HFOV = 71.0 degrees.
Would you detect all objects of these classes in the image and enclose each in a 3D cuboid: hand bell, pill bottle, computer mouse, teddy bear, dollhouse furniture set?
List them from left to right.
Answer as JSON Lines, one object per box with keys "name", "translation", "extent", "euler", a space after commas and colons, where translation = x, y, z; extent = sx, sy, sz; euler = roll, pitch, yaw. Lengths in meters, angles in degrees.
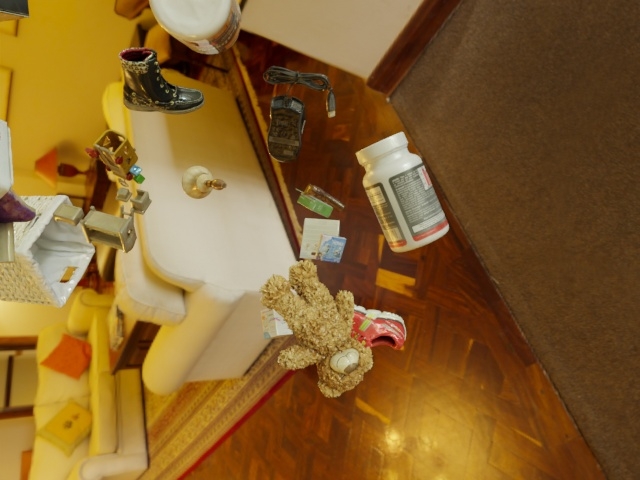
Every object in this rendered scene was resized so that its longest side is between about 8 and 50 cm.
{"name": "dollhouse furniture set", "translation": [-0.579, -0.072, 1.216], "extent": [0.101, 0.182, 0.160], "euler": [106, 180, -51]}
{"name": "pill bottle", "translation": [-0.262, -0.507, 0.996], "extent": [0.278, 0.162, 0.162], "euler": [-98, 24, -75]}
{"name": "hand bell", "translation": [-0.397, -0.202, 1.609], "extent": [0.242, 0.126, 0.126], "euler": [15, 97, 53]}
{"name": "computer mouse", "translation": [-0.051, -0.330, 1.189], "extent": [0.060, 0.184, 0.261], "euler": [-78, -8, -51]}
{"name": "teddy bear", "translation": [-0.002, 0.205, 1.075], "extent": [0.113, 0.245, 0.337], "euler": [-38, 67, 50]}
{"name": "pill bottle", "translation": [0.268, -0.161, 1.503], "extent": [0.210, 0.210, 0.362], "euler": [-16, 100, 52]}

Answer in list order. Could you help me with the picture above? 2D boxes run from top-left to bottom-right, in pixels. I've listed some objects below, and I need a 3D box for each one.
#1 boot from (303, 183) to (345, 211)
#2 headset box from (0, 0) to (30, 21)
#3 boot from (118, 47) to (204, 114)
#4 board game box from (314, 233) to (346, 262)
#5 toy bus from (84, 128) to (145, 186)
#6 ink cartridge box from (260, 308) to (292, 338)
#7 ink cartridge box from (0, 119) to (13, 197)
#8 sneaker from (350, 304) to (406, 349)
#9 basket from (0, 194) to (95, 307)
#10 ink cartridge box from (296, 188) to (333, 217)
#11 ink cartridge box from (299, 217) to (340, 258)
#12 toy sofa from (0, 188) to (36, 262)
{"name": "boot", "translation": [0.012, -0.119, 1.279], "extent": [0.037, 0.114, 0.106], "euler": [-61, 18, 1]}
{"name": "headset box", "translation": [-0.552, -0.463, 0.659], "extent": [0.283, 0.131, 0.246], "euler": [17, 109, 36]}
{"name": "boot", "translation": [-0.458, -0.461, 1.303], "extent": [0.178, 0.237, 0.085], "euler": [113, 148, -56]}
{"name": "board game box", "translation": [0.034, 0.028, 1.521], "extent": [0.020, 0.090, 0.089], "euler": [-137, 59, -61]}
{"name": "toy bus", "translation": [-0.690, -0.290, 1.556], "extent": [0.202, 0.191, 0.104], "euler": [0, 54, 48]}
{"name": "ink cartridge box", "translation": [-0.191, 0.344, 1.930], "extent": [0.092, 0.090, 0.143], "euler": [-25, 69, 39]}
{"name": "ink cartridge box", "translation": [-0.595, -0.148, 0.668], "extent": [0.093, 0.212, 0.154], "euler": [-33, 61, 19]}
{"name": "sneaker", "translation": [0.116, 0.260, 1.300], "extent": [0.107, 0.279, 0.118], "euler": [104, 171, -51]}
{"name": "basket", "translation": [-1.111, 0.036, 1.736], "extent": [0.328, 0.267, 0.331], "euler": [-86, -2, -45]}
{"name": "ink cartridge box", "translation": [-0.041, -0.187, 2.261], "extent": [0.109, 0.209, 0.062], "euler": [33, 97, 37]}
{"name": "ink cartridge box", "translation": [0.000, 0.000, 1.789], "extent": [0.045, 0.146, 0.179], "euler": [81, -165, -66]}
{"name": "toy sofa", "translation": [-0.829, -0.041, 1.098], "extent": [0.362, 0.177, 0.150], "euler": [151, 113, -65]}
